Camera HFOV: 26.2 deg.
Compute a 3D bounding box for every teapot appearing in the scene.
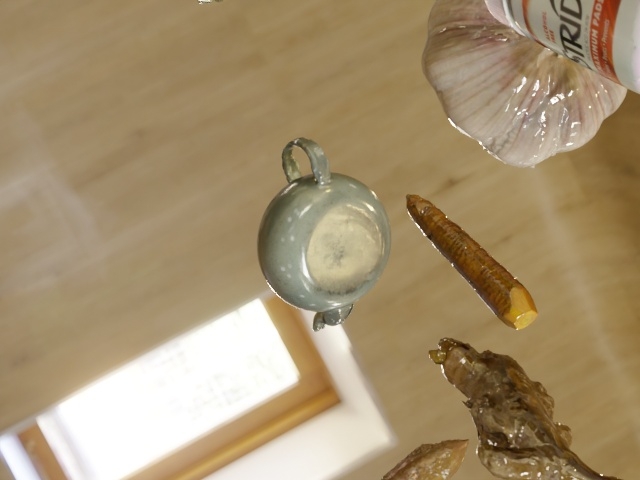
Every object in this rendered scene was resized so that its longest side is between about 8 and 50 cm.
[{"bbox_3d":[0.000,0.000,1.883,0.129,0.193,0.294,17,-57,57],"label":"teapot"}]

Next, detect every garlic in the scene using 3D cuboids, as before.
[{"bbox_3d":[0.302,-0.269,2.039,0.322,0.322,0.241,59,7,13],"label":"garlic"}]

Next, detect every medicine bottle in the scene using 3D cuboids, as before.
[{"bbox_3d":[0.356,-0.322,1.606,0.241,0.252,0.252,35,-25,35],"label":"medicine bottle"}]

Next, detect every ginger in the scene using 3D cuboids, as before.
[{"bbox_3d":[0.259,0.245,1.837,0.333,0.166,0.080,-120,-148,-43],"label":"ginger"}]

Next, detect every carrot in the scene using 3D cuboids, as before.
[{"bbox_3d":[0.234,0.022,2.204,0.314,0.066,0.066,50,-15,34],"label":"carrot"}]

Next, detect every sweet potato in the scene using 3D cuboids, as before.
[{"bbox_3d":[0.108,0.317,1.772,0.068,0.206,0.060,38,-24,41],"label":"sweet potato"}]

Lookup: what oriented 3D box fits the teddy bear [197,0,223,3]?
[{"bbox_3d":[-0.135,-0.514,2.044,0.156,0.267,0.256,31,-44,29],"label":"teddy bear"}]
